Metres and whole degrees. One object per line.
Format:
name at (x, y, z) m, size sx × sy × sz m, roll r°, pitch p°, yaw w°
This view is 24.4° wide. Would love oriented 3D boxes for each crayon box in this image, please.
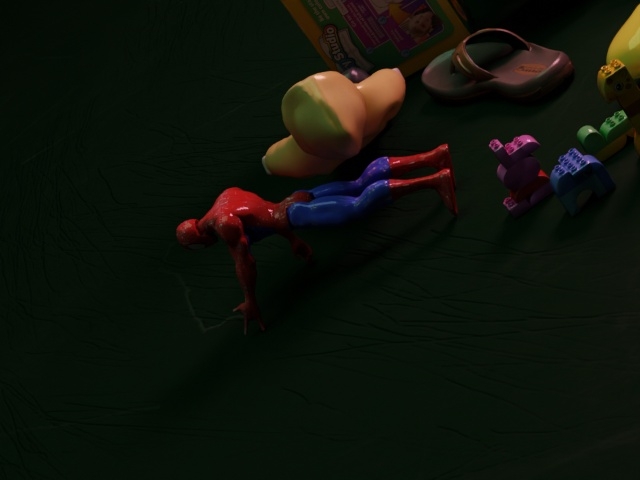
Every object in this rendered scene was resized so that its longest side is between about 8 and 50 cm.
crayon box at (0.037, -0.312, 1.711) m, size 0.165 × 0.278 × 0.081 m, roll -28°, pitch 28°, yaw 20°

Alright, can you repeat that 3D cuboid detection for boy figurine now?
boy figurine at (0.009, -0.123, 1.545) m, size 0.177 × 0.092 × 0.285 m, roll -34°, pitch 1°, yaw 10°

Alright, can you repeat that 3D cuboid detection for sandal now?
sandal at (0.179, -0.189, 1.569) m, size 0.090 × 0.060 × 0.219 m, roll -44°, pitch 25°, yaw -13°

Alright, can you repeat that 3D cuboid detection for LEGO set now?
LEGO set at (0.248, -0.109, 1.298) m, size 0.227 × 0.093 × 0.087 m, roll -36°, pitch 25°, yaw 4°

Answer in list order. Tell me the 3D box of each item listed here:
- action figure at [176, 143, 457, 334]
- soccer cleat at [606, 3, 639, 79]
action figure at (0.000, 0.000, 1.470) m, size 0.280 × 0.139 × 0.091 m, roll -9°, pitch 28°, yaw 8°
soccer cleat at (0.365, -0.262, 1.372) m, size 0.289 × 0.121 × 0.093 m, roll -40°, pitch 25°, yaw -4°
